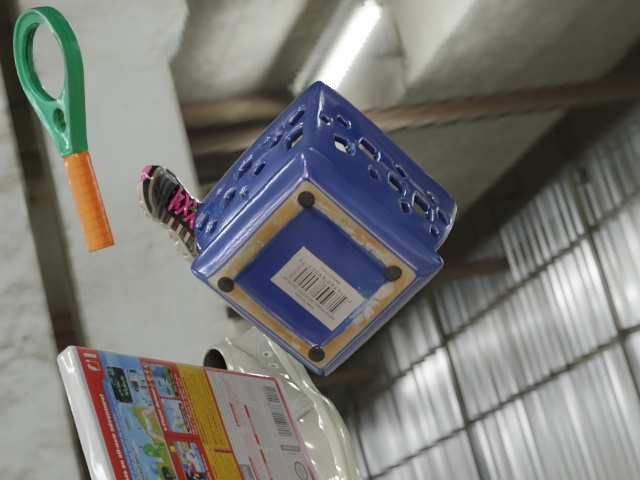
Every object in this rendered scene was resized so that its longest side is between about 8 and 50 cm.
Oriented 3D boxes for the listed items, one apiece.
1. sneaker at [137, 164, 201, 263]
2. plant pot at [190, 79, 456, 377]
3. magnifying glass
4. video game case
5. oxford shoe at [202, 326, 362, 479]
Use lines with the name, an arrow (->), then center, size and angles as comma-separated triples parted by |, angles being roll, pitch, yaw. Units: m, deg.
sneaker -> -0.159, -0.031, 1.748 | 0.074, 0.063, 0.170 | 3, -39, 35
plant pot -> 0.000, 0.000, 1.612 | 0.236, 0.236, 0.212 | -45, 14, 20
magnifying glass -> -0.235, -0.103, 1.322 | 0.026, 0.231, 0.092 | -19, 3, -39
video game case -> -0.109, 0.206, 1.358 | 0.025, 0.204, 0.285 | -40, -34, 28
oxford shoe -> -0.051, 0.259, 1.901 | 0.130, 0.169, 0.449 | -13, 29, -18
